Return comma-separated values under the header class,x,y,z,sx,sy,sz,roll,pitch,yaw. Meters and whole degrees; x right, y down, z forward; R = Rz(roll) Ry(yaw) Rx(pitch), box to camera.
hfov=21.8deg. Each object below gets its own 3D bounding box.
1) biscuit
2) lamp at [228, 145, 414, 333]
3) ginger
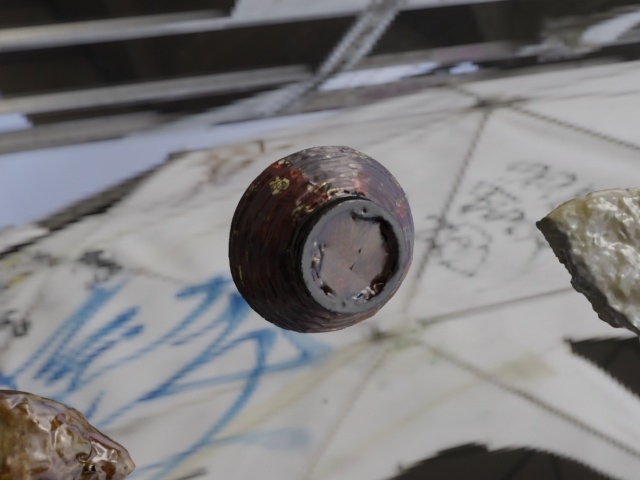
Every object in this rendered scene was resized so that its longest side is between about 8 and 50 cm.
class,x,y,z,sx,sy,sz,roll,pitch,yaw
biscuit,0.280,0.052,1.221,0.250,0.133,0.032,54,-13,6
lamp,0.000,0.000,2.052,0.247,0.247,0.247,27,-58,55
ginger,-0.412,0.297,2.097,0.357,0.274,0.152,-19,-125,21
